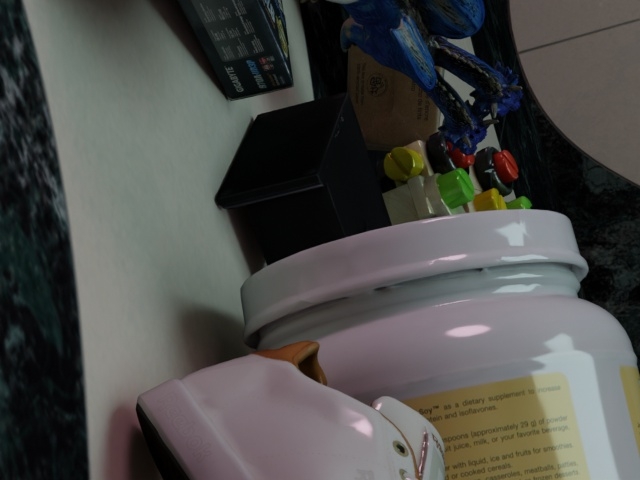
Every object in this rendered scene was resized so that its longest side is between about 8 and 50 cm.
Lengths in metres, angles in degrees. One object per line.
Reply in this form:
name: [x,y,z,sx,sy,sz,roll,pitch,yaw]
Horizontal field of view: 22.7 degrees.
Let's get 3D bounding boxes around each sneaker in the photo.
sneaker: [0.025,0.136,0.716,0.290,0.123,0.106,49,-23,44]

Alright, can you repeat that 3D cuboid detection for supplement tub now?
supplement tub: [0.082,0.169,0.917,0.241,0.241,0.331,30,47,-71]

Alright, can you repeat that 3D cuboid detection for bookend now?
bookend: [0.000,0.000,1.113,0.156,0.072,0.157,-73,146,-63]

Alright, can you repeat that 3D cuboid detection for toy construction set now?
toy construction set: [0.121,0.024,1.393,0.328,0.151,0.215,36,36,-72]

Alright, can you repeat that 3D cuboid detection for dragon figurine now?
dragon figurine: [0.068,-0.172,1.215,0.144,0.085,0.289,34,-12,32]

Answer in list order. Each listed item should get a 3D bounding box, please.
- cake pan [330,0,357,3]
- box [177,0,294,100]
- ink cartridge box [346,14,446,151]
cake pan: [-0.056,-0.264,0.911,0.293,0.054,0.293,47,31,-42]
box: [-0.073,-0.221,1.049,0.220,0.051,0.175,62,17,-64]
ink cartridge box: [0.076,-0.223,1.460,0.193,0.088,0.234,-75,168,-61]
